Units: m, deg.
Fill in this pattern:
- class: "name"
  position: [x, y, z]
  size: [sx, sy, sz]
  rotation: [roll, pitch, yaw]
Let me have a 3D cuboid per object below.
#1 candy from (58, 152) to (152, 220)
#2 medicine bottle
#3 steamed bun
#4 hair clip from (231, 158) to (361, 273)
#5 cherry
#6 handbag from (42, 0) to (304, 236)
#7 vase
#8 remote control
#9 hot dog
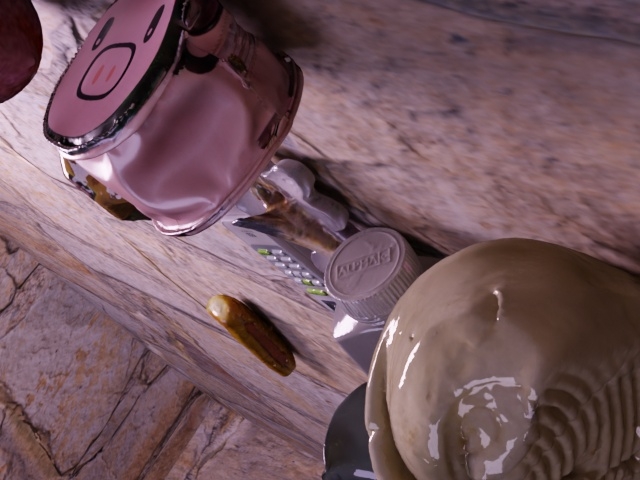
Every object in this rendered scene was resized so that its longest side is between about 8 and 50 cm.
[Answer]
- class: "candy"
  position: [-0.249, -0.080, 1.271]
  size: [0.143, 0.101, 0.271]
  rotation: [39, 170, 1]
- class: "medicine bottle"
  position: [0.086, 0.077, 1.000]
  size: [0.132, 0.088, 0.188]
  rotation: [-8, 139, 31]
- class: "steamed bun"
  position: [0.147, 0.125, 0.832]
  size: [0.289, 0.276, 0.203]
  rotation: [14, -164, -47]
- class: "hair clip"
  position: [0.003, -0.006, 1.050]
  size: [0.257, 0.075, 0.146]
  rotation: [31, 150, -19]
- class: "cherry"
  position: [-0.360, -0.200, 0.975]
  size: [0.250, 0.175, 0.192]
  rotation: [22, 171, 30]
- class: "handbag"
  position: [-0.115, -0.107, 0.778]
  size: [0.116, 0.179, 0.205]
  rotation: [34, 168, -30]
- class: "vase"
  position: [0.177, 0.295, 1.425]
  size: [0.301, 0.156, 0.251]
  rotation: [10, -162, 18]
- class: "remote control"
  position: [-0.010, 0.039, 1.269]
  size: [0.250, 0.034, 0.103]
  rotation: [40, 164, -24]
- class: "hot dog"
  position: [-0.119, 0.172, 1.841]
  size: [0.088, 0.061, 0.286]
  rotation: [28, 166, 29]
